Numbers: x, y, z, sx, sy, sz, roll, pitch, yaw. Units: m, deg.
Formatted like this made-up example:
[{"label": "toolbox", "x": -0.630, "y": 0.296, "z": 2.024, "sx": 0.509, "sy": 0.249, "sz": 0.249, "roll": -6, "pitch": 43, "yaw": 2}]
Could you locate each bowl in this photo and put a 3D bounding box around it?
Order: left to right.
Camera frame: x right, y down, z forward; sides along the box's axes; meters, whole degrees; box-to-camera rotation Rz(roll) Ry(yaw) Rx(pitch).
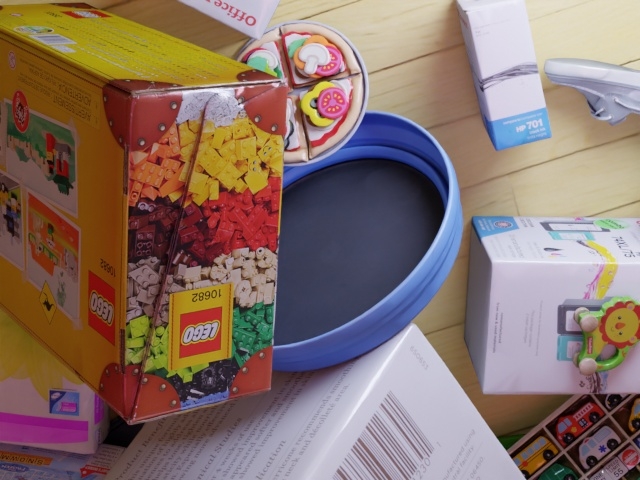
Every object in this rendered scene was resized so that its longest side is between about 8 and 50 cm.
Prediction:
[{"label": "bowl", "x": 0.000, "y": 0.000, "z": 1.704, "sx": 0.391, "sy": 0.391, "sz": 0.077, "roll": -27, "pitch": 132, "yaw": 8}]

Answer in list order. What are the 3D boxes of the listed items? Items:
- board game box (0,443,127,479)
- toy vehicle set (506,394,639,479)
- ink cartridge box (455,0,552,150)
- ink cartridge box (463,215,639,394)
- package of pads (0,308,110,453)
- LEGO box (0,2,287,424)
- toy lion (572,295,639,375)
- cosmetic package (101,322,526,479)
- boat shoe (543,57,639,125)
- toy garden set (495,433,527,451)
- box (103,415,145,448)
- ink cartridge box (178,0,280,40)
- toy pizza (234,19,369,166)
[{"label": "board game box", "x": -0.467, "y": 0.390, "z": 1.815, "sx": 0.319, "sy": 0.318, "sz": 0.065, "roll": 8, "pitch": 128, "yaw": 12}, {"label": "toy vehicle set", "x": 0.407, "y": 0.305, "z": 1.921, "sx": 0.267, "sy": 0.035, "sz": 0.166, "roll": -39, "pitch": 75, "yaw": -2}, {"label": "ink cartridge box", "x": 0.240, "y": -0.231, "z": 1.742, "sx": 0.082, "sy": 0.139, "sz": 0.190, "roll": -12, "pitch": 109, "yaw": 4}, {"label": "ink cartridge box", "x": 0.350, "y": 0.087, "z": 1.828, "sx": 0.270, "sy": 0.198, "sz": 0.197, "roll": 0, "pitch": 109, "yaw": -3}, {"label": "package of pads", "x": -0.448, "y": 0.168, "z": 1.869, "sx": 0.297, "sy": 0.101, "sz": 0.229, "roll": 5, "pitch": 108, "yaw": 5}, {"label": "LEGO box", "x": -0.261, "y": -0.061, "z": 1.591, "sx": 0.193, "sy": 0.500, "sz": 0.372, "roll": -10, "pitch": 114, "yaw": -34}, {"label": "toy lion", "x": 0.381, "y": 0.122, "z": 1.723, "sx": 0.096, "sy": 0.034, "sz": 0.100, "roll": -5, "pitch": 110, "yaw": -8}, {"label": "cosmetic package", "x": -0.011, "y": 0.329, "z": 1.729, "sx": 0.394, "sy": 0.329, "sz": 0.327, "roll": -4, "pitch": 130, "yaw": 48}, {"label": "boat shoe", "x": 0.409, "y": -0.194, "z": 1.792, "sx": 0.228, "sy": 0.079, "sz": 0.081, "roll": 11, "pitch": 105, "yaw": -9}, {"label": "toy garden set", "x": 0.260, "y": 0.410, "z": 2.011, "sx": 0.204, "sy": 0.049, "sz": 0.244, "roll": -6, "pitch": 104, "yaw": 0}, {"label": "box", "x": -0.251, "y": 0.368, "z": 1.974, "sx": 0.183, "sy": 0.059, "sz": 0.232, "roll": -36, "pitch": 100, "yaw": 12}, {"label": "ink cartridge box", "x": -0.100, "y": -0.391, "z": 1.702, "sx": 0.160, "sy": 0.092, "sz": 0.219, "roll": 25, "pitch": 107, "yaw": -9}, {"label": "toy pizza", "x": -0.036, "y": -0.198, "z": 1.753, "sx": 0.201, "sy": 0.032, "sz": 0.201, "roll": -2, "pitch": 81, "yaw": 14}]
